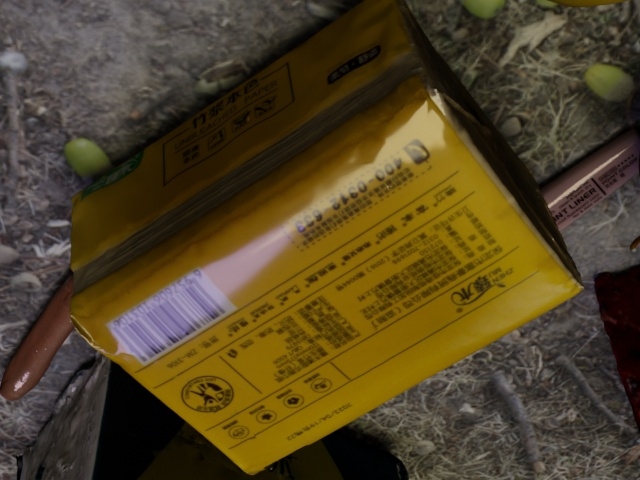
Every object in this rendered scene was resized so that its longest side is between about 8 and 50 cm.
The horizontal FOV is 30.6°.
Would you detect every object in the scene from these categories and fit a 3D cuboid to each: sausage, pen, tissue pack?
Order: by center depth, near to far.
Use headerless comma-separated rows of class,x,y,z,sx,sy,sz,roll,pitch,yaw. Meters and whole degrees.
tissue pack,0.000,0.000,1.086,0.382,0.228,0.293,-31,124,18
pen,0.253,-0.043,1.207,0.197,0.032,0.053,-38,123,19
sausage,-0.289,0.101,1.244,0.043,0.043,0.186,26,120,-24
tissue pack,-0.122,0.330,1.305,0.416,0.264,0.253,25,125,-22

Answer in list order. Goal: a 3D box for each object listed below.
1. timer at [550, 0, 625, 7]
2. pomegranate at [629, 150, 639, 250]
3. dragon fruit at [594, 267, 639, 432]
timer,0.207,-0.366,0.786,0.376,0.376,0.387,-13,105,3
pomegranate,0.394,-0.057,1.091,0.221,0.221,0.257,30,104,-26
dragon fruit,0.471,0.186,1.288,0.286,0.228,0.329,-15,126,3
